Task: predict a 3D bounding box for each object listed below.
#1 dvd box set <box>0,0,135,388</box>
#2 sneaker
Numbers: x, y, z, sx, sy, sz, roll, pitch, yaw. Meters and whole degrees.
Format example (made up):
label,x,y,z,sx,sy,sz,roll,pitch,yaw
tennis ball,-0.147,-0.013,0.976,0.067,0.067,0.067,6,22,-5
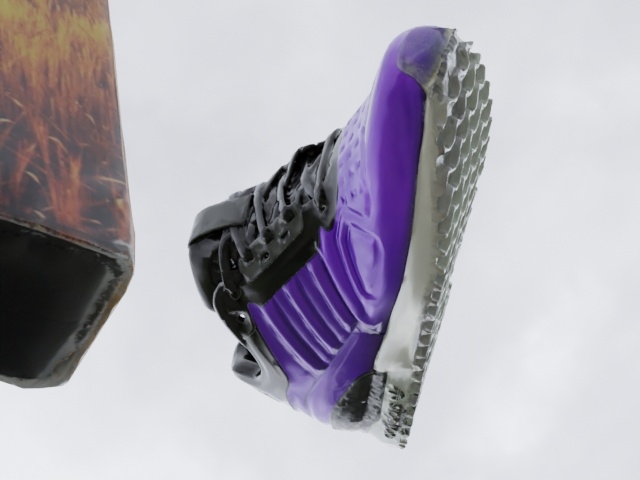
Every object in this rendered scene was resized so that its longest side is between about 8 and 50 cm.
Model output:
label,x,y,z,sx,sy,sz,roll,pitch,yaw
dvd box set,-0.216,-0.160,0.546,0.308,0.420,0.062,20,-54,-26
sneaker,0.000,0.001,0.937,0.293,0.146,0.102,98,-169,-47
